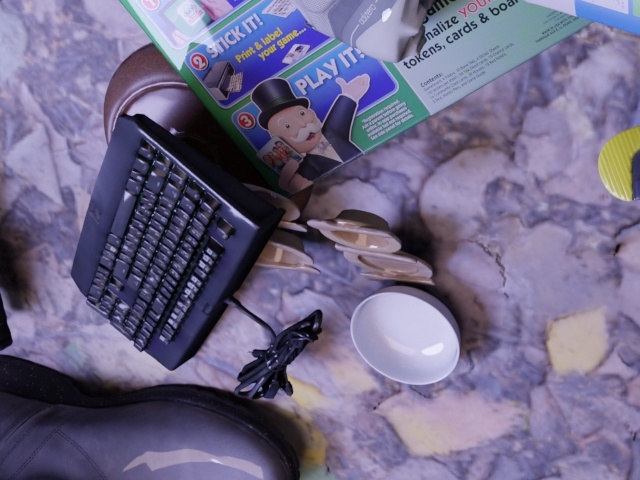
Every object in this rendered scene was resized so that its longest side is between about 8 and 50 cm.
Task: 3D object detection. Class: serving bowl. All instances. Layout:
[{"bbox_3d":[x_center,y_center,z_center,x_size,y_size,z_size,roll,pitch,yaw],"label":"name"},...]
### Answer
[{"bbox_3d":[0.065,0.065,0.995,0.083,0.027,0.083,12,128,16],"label":"serving bowl"}]

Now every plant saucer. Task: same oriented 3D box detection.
[{"bbox_3d":[-0.086,-0.063,0.976,0.168,0.029,0.168,13,127,17],"label":"plant saucer"}]

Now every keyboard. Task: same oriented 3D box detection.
[{"bbox_3d":[-0.086,0.036,0.971,0.201,0.033,0.317,35,154,0],"label":"keyboard"}]

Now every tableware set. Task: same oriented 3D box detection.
[{"bbox_3d":[0.000,0.000,0.927,0.141,0.020,0.168,10,164,17],"label":"tableware set"}]

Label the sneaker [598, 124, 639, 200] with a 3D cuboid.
[{"bbox_3d":[0.238,-0.061,0.811,0.144,0.059,0.053,-14,86,15],"label":"sneaker"}]

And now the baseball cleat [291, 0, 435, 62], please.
[{"bbox_3d":[0.023,-0.181,0.721,0.109,0.072,0.206,19,136,9],"label":"baseball cleat"}]

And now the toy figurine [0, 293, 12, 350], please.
[{"bbox_3d":[-0.373,0.051,1.076,0.213,0.209,0.148,1,118,24],"label":"toy figurine"}]

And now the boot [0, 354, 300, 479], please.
[{"bbox_3d":[-0.203,0.219,1.106,0.338,0.222,0.118,5,124,22],"label":"boot"}]

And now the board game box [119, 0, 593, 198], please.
[{"bbox_3d":[0.033,-0.178,0.808,0.317,0.046,0.213,-28,108,33],"label":"board game box"}]

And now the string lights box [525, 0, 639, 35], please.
[{"bbox_3d":[0.209,-0.141,0.579,0.260,0.077,0.133,26,141,35],"label":"string lights box"}]
